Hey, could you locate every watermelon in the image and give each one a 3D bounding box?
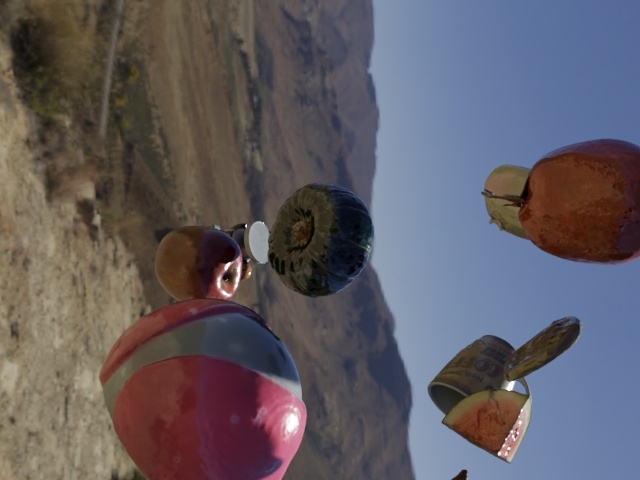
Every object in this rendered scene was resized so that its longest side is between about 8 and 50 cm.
[{"bbox_3d":[0.358,0.395,1.590,0.137,0.145,0.192,-25,130,-47],"label":"watermelon"}]

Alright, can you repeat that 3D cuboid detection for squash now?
[{"bbox_3d":[0.000,0.000,1.587,0.252,0.165,0.252,-33,-134,42],"label":"squash"}]

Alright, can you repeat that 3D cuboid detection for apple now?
[{"bbox_3d":[-0.264,0.058,1.606,0.181,0.169,0.180,8,90,-67],"label":"apple"}]

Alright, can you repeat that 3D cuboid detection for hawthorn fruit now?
[{"bbox_3d":[0.416,-0.064,1.208,0.211,0.299,0.211,4,90,-78],"label":"hawthorn fruit"}]

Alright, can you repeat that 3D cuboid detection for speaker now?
[{"bbox_3d":[-0.154,0.227,0.997,0.294,0.295,0.294,-5,90,-89],"label":"speaker"}]

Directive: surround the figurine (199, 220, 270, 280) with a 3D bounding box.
[{"bbox_3d":[-0.263,0.033,2.065,0.133,0.237,0.175,38,52,-52],"label":"figurine"}]

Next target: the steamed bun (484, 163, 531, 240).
[{"bbox_3d":[0.519,-0.075,1.838,0.152,0.239,0.170,-49,146,-20],"label":"steamed bun"}]

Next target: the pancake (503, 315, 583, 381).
[{"bbox_3d":[0.519,0.253,1.752,0.050,0.242,0.242,53,-3,6],"label":"pancake"}]

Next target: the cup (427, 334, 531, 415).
[{"bbox_3d":[0.514,0.427,2.216,0.257,0.301,0.227,-48,130,-23],"label":"cup"}]

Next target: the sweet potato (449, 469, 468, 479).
[{"bbox_3d":[0.364,0.785,2.194,0.077,0.244,0.077,39,-28,26],"label":"sweet potato"}]
